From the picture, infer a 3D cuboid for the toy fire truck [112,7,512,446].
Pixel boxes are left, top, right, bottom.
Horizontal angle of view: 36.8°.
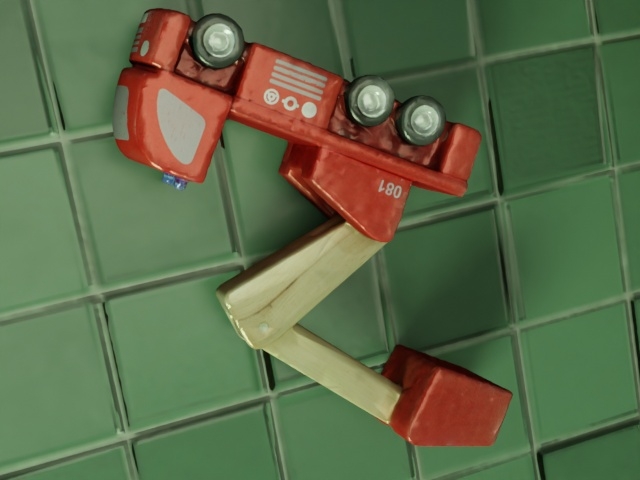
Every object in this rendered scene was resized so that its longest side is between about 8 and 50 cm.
[{"bbox_3d":[0.000,0.000,0.392,0.192,0.047,0.135,18,91,-19],"label":"toy fire truck"}]
